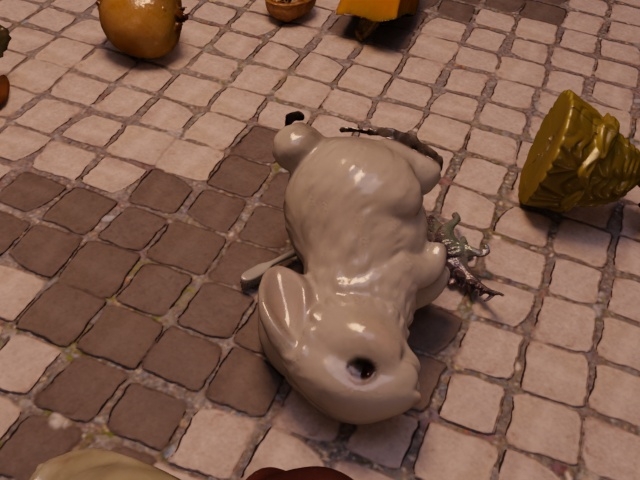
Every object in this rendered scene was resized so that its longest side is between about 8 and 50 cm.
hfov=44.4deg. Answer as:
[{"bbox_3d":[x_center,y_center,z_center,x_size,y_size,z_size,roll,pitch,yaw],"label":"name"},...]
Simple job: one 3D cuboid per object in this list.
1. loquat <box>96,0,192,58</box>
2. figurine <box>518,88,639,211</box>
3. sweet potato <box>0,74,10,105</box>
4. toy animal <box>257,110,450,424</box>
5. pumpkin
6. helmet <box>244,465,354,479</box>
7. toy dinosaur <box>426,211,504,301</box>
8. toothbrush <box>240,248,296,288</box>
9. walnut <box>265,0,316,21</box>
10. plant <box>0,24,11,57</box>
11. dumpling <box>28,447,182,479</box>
[{"bbox_3d":[-0.303,-0.385,1.344,0.163,0.137,0.163,7,28,-4],"label":"loquat"},{"bbox_3d":[0.464,-0.081,1.114,0.315,0.187,0.168,19,41,1],"label":"figurine"},{"bbox_3d":[-0.512,-0.237,1.243,0.034,0.034,0.095,3,47,-3],"label":"sweet potato"},{"bbox_3d":[0.028,0.036,0.924,0.257,0.194,0.357,19,54,-6],"label":"toy animal"},{"bbox_3d":[0.119,-0.468,1.498,0.130,0.126,0.248,13,61,15],"label":"pumpkin"},{"bbox_3d":[0.004,0.261,0.697,0.155,0.106,0.175,46,24,-13],"label":"helmet"},{"bbox_3d":[0.182,0.023,1.047,0.082,0.039,0.209,-15,37,-16],"label":"toy dinosaur"},{"bbox_3d":[0.000,0.000,1.070,0.275,0.025,0.019,-29,60,-33],"label":"toothbrush"},{"bbox_3d":[-0.058,-0.453,1.501,0.091,0.052,0.121,30,47,24],"label":"walnut"},{"bbox_3d":[-0.608,-0.269,1.154,0.215,0.213,0.312,15,9,8],"label":"plant"},{"bbox_3d":[-0.164,0.284,0.685,0.250,0.132,0.162,37,42,8],"label":"dumpling"}]
